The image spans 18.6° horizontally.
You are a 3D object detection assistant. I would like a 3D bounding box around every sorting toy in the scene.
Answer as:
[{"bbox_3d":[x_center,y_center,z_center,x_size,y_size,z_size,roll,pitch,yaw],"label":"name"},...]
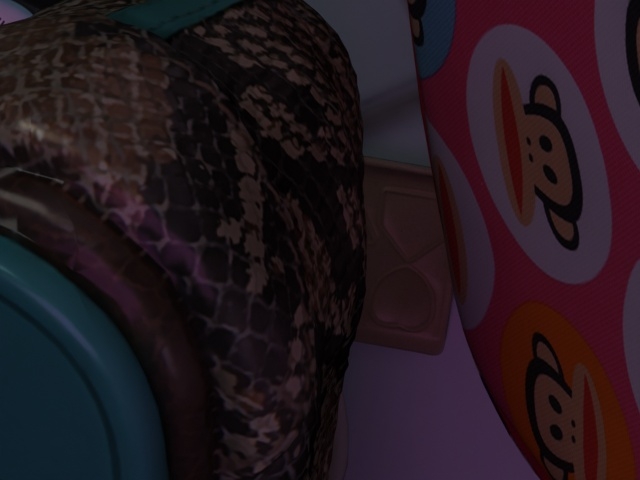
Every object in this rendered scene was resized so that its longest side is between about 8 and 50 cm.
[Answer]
[{"bbox_3d":[0.000,0.000,0.584,0.083,0.012,0.062,10,114,5],"label":"sorting toy"}]

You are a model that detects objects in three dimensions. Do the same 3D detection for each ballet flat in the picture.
[{"bbox_3d":[-0.062,0.145,0.545,0.164,0.182,0.483,24,124,17],"label":"ballet flat"}]

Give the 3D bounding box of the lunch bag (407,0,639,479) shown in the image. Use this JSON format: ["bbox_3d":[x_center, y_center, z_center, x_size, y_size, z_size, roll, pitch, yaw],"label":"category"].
[{"bbox_3d":[0.091,-0.058,0.435,0.120,0.258,0.293,-17,115,-19],"label":"lunch bag"}]

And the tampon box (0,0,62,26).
[{"bbox_3d":[-0.131,-0.025,0.556,0.120,0.101,0.161,26,111,2],"label":"tampon box"}]
